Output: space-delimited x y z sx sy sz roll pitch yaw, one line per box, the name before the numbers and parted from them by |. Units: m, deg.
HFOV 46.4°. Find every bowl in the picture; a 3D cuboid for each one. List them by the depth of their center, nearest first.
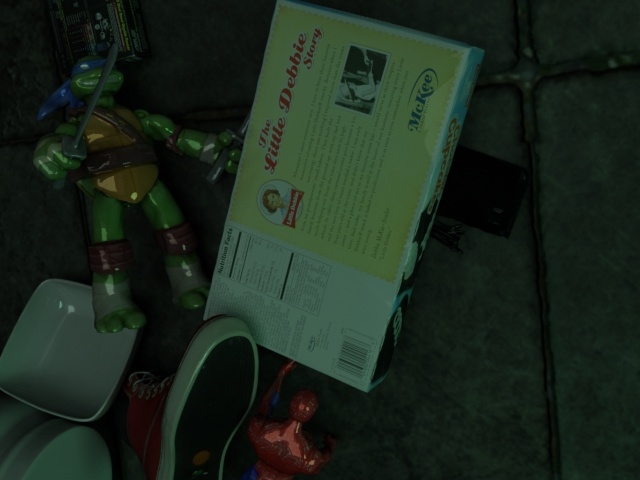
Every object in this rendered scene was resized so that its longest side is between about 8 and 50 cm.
bowl | -0.270 0.124 0.833 0.142 0.053 0.142 16 73 15

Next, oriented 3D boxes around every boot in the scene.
boot | -0.153 0.149 0.773 0.176 0.088 0.244 44 124 43

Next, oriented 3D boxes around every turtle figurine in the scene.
turtle figurine | -0.162 -0.054 0.718 0.274 0.198 0.266 -6 101 21

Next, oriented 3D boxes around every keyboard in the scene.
keyboard | 0.098 -0.051 0.732 0.192 0.038 0.100 21 81 14

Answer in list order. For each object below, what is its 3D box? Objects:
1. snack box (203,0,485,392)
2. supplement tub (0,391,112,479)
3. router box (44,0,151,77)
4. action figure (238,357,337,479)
snack box | 0.013 -0.042 0.697 0.187 0.060 0.322 21 106 20
supplement tub | -0.426 0.276 0.830 0.324 0.235 0.236 7 101 15
router box | -0.239 -0.243 0.791 0.092 0.038 0.123 -9 97 19
action figure | -0.042 0.232 0.794 0.091 0.139 0.280 28 128 8
